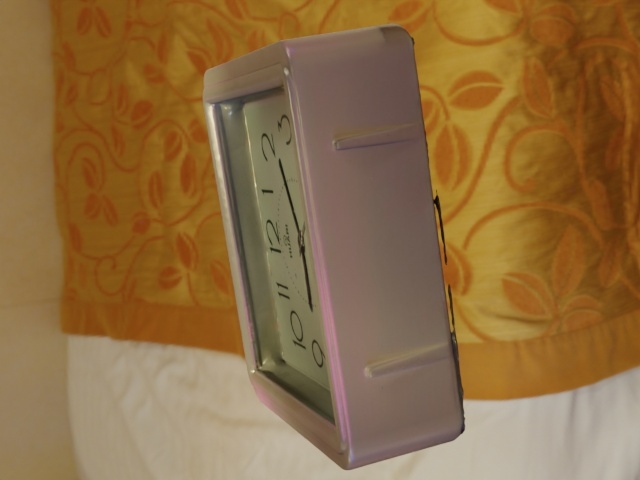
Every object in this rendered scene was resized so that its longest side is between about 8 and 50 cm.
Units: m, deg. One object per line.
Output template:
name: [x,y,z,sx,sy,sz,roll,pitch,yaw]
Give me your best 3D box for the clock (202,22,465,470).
clock: [0.000,0.000,0.431,0.150,0.063,0.197,-167,67,-67]
